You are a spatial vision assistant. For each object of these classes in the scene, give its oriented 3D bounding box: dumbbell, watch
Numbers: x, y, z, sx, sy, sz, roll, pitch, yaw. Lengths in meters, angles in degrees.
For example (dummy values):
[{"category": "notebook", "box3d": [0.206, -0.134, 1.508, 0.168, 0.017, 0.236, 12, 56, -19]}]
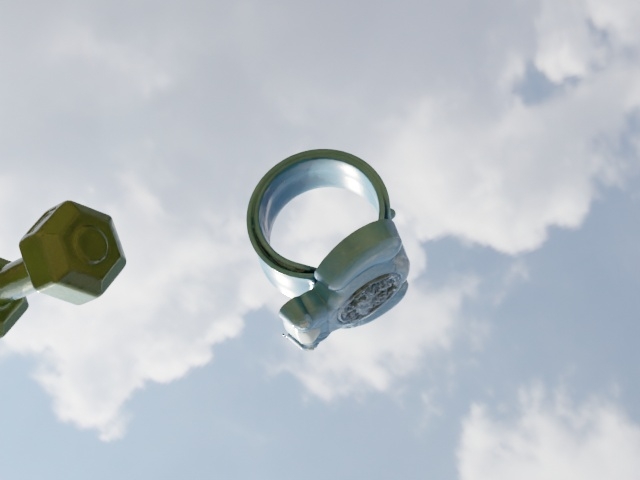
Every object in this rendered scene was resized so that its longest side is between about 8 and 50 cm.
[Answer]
[{"category": "dumbbell", "box3d": [-0.358, 0.043, 1.750, 0.302, 0.108, 0.121, -22, -154, 45]}, {"category": "watch", "box3d": [0.000, 0.000, 1.688, 0.211, 0.211, 0.193, -34, -114, 0]}]
